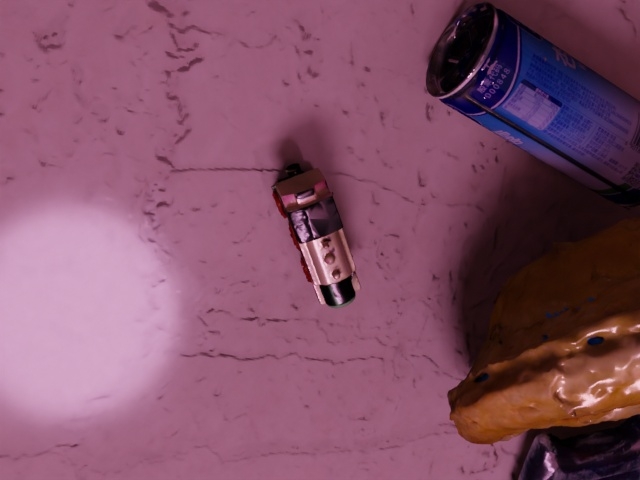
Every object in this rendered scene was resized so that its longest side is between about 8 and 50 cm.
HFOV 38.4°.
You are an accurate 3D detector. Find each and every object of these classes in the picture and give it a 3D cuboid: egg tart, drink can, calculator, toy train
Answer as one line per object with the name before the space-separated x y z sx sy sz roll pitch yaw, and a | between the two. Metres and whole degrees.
egg tart | 0.294 0.085 0.848 0.388 0.388 0.169 -8 71 -12
drink can | 0.216 -0.118 0.836 0.235 0.097 0.097 25 103 -23
calculator | 0.299 0.315 1.058 0.177 0.040 0.268 -10 125 -12
toy train | 0.000 0.000 0.827 0.050 0.087 0.138 -22 115 -3
